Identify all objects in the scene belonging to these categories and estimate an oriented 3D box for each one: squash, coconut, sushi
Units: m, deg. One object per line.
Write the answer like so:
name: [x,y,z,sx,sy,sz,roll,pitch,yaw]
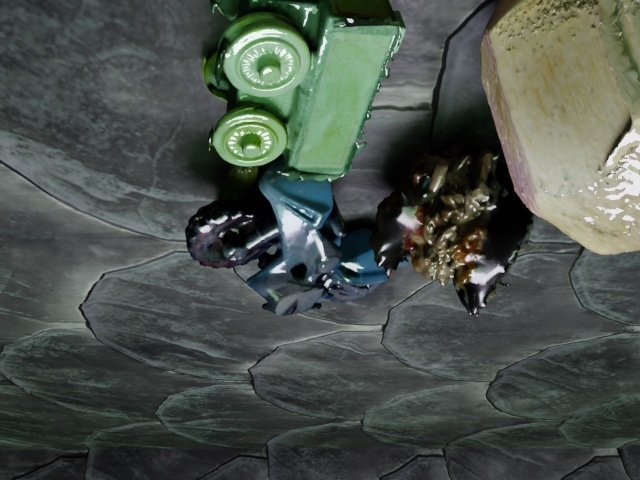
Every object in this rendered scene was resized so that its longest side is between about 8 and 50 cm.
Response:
squash: [-0.130,-0.075,0.859,0.052,0.052,0.183,10,144,-14]
coconut: [0.319,-0.173,0.525,0.352,0.353,0.353,0,144,0]
sushi: [0.194,-0.028,0.809,0.218,0.225,0.239,20,106,15]

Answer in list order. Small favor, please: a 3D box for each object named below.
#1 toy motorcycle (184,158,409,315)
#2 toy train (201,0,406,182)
toy motorcycle: [0.000,0.000,0.874,0.232,0.172,0.416,-42,138,24]
toy train: [-0.031,-0.191,0.621,0.188,0.159,0.272,-1,145,-16]
